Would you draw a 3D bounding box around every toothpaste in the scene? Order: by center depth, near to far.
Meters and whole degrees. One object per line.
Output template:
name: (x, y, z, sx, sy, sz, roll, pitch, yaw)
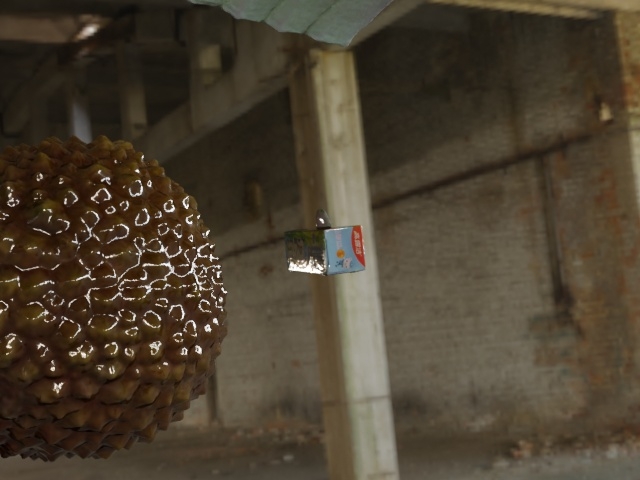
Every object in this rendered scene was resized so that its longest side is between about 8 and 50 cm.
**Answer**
toothpaste: (0.000, 0.000, 1.126, 0.044, 0.070, 0.193, -7, 2, -15)

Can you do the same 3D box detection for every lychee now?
lychee: (-0.205, 0.050, 0.775, 0.267, 0.268, 0.267, -6, -6, -1)

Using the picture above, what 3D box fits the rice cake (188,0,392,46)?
rice cake: (0.005, -0.205, 0.617, 0.189, 0.037, 0.198, 9, -34, -30)
